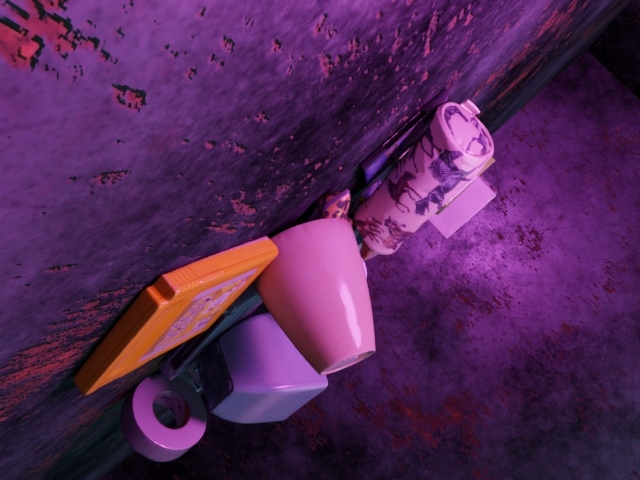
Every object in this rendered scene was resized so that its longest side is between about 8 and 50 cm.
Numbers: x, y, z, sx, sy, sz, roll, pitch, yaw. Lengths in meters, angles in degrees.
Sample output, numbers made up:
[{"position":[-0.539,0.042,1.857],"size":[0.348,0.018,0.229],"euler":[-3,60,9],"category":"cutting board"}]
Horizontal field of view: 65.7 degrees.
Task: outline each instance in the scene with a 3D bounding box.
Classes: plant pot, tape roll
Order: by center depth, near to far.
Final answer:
[{"position":[0.003,0.136,1.064],"size":[0.257,0.273,0.256],"euler":[-20,159,-8],"category":"plant pot"},{"position":[-0.418,0.471,1.331],"size":[0.072,0.219,0.219],"euler":[-45,172,25],"category":"tape roll"},{"position":[-0.181,0.347,1.342],"size":[0.252,0.247,0.248],"euler":[5,140,-42],"category":"plant pot"}]

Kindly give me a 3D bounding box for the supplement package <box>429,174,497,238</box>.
[{"position":[0.402,-0.177,1.602],"size":[0.204,0.262,0.145],"euler":[-45,172,22],"category":"supplement package"}]

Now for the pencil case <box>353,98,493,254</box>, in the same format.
[{"position":[0.238,-0.143,1.202],"size":[0.410,0.160,0.183],"euler":[-51,-156,45],"category":"pencil case"}]

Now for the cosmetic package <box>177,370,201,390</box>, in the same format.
[{"position":[-0.448,0.459,1.577],"size":[0.060,0.099,0.239],"euler":[-43,173,-12],"category":"cosmetic package"}]

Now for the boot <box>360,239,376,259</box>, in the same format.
[{"position":[0.187,0.003,1.641],"size":[0.213,0.077,0.165],"euler":[-37,173,20],"category":"boot"}]

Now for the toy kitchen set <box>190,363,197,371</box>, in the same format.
[{"position":[-0.330,0.400,1.562],"size":[0.122,0.166,0.207],"euler":[-39,172,-19],"category":"toy kitchen set"}]

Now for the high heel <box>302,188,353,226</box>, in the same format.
[{"position":[0.056,-0.062,1.171],"size":[0.186,0.093,0.261],"euler":[-43,166,31],"category":"high heel"}]

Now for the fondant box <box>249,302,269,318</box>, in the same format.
[{"position":[-0.044,0.193,1.620],"size":[0.331,0.096,0.238],"euler":[-10,162,-31],"category":"fondant box"}]

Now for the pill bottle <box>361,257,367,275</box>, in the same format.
[{"position":[-0.002,0.127,1.390],"size":[0.272,0.152,0.152],"euler":[-29,165,-45],"category":"pill bottle"}]

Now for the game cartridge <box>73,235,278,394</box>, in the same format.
[{"position":[-0.245,0.126,0.899],"size":[0.285,0.052,0.324],"euler":[-45,172,26],"category":"game cartridge"}]

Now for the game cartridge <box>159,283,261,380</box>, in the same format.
[{"position":[-0.257,0.213,1.302],"size":[0.355,0.068,0.230],"euler":[-46,175,31],"category":"game cartridge"}]

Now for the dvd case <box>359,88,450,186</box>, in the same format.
[{"position":[0.193,-0.233,1.163],"size":[0.253,0.022,0.180],"euler":[-42,171,2],"category":"dvd case"}]

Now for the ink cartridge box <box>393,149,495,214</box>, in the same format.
[{"position":[0.364,-0.230,1.411],"size":[0.255,0.189,0.097],"euler":[-41,171,-12],"category":"ink cartridge box"}]

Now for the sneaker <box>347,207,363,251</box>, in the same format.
[{"position":[0.000,0.000,1.324],"size":[0.319,0.112,0.131],"euler":[-28,137,-43],"category":"sneaker"}]

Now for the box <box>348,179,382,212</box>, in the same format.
[{"position":[0.134,-0.121,1.475],"size":[0.094,0.027,0.137],"euler":[-38,172,-15],"category":"box"}]
